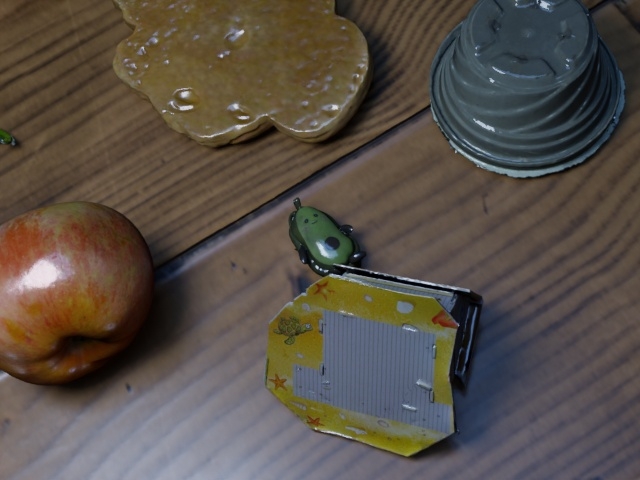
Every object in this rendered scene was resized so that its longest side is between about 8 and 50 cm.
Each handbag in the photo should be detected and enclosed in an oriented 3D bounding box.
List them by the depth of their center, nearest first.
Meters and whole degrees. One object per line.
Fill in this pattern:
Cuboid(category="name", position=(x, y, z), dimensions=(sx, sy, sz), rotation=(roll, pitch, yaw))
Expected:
Cuboid(category="handbag", position=(0.000, 0.000, 1.268), dimensions=(0.072, 0.047, 0.111), rotation=(-33, 64, -15))

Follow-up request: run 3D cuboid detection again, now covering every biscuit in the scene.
Cuboid(category="biscuit", position=(-0.109, -0.244, 1.385), dimensions=(0.376, 0.051, 0.269), rotation=(31, 76, 19))

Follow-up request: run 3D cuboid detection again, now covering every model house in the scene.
Cuboid(category="model house", position=(0.062, 0.099, 1.190), dimensions=(0.219, 0.207, 0.136), rotation=(10, 32, 21))

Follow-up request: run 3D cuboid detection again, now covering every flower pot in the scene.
Cuboid(category="flower pot", position=(0.237, -0.203, 1.277), dimensions=(0.235, 0.140, 0.235), rotation=(-2, 65, 4))

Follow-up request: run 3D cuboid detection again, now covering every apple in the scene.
Cuboid(category="apple", position=(-0.281, 0.058, 1.197), dimensions=(0.209, 0.209, 0.164), rotation=(-24, 67, -3))

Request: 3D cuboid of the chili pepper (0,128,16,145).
Cuboid(category="chili pepper", position=(-0.499, -0.011, 1.314), dimensions=(0.085, 0.076, 0.359), rotation=(10, 59, 43))
